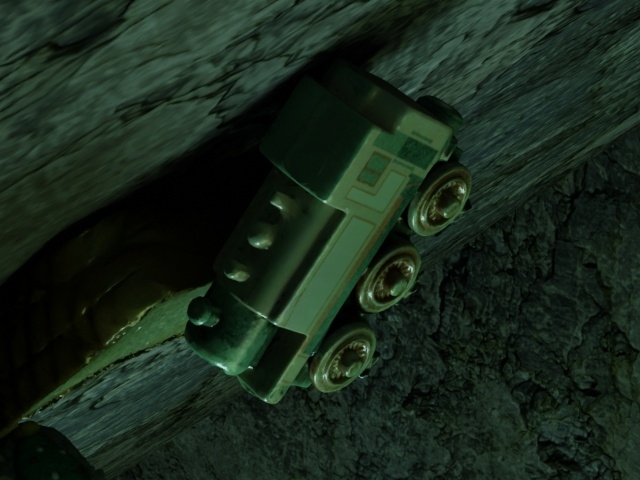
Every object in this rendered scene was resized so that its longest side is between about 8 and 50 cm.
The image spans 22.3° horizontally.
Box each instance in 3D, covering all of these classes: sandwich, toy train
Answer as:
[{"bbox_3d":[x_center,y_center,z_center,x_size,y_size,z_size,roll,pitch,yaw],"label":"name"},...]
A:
[{"bbox_3d":[-0.096,0.023,0.968,0.186,0.065,0.215,-37,172,41],"label":"sandwich"},{"bbox_3d":[0.000,0.000,0.869,0.125,0.081,0.194,20,105,-53],"label":"toy train"}]

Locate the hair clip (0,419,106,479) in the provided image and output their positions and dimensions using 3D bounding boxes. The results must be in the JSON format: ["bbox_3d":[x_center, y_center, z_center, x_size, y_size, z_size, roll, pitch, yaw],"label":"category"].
[{"bbox_3d":[-0.334,0.241,1.374,0.321,0.138,0.091,-27,143,-28],"label":"hair clip"}]
